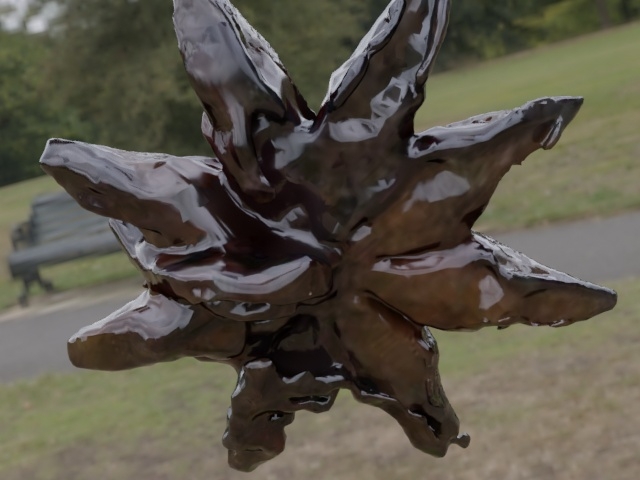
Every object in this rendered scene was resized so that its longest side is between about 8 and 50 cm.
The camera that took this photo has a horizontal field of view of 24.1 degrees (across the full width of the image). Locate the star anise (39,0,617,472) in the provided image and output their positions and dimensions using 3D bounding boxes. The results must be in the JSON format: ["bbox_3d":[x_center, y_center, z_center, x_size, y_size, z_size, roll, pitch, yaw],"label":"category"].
[{"bbox_3d":[0.000,0.000,0.638,0.272,0.272,0.102,-14,20,8],"label":"star anise"}]
